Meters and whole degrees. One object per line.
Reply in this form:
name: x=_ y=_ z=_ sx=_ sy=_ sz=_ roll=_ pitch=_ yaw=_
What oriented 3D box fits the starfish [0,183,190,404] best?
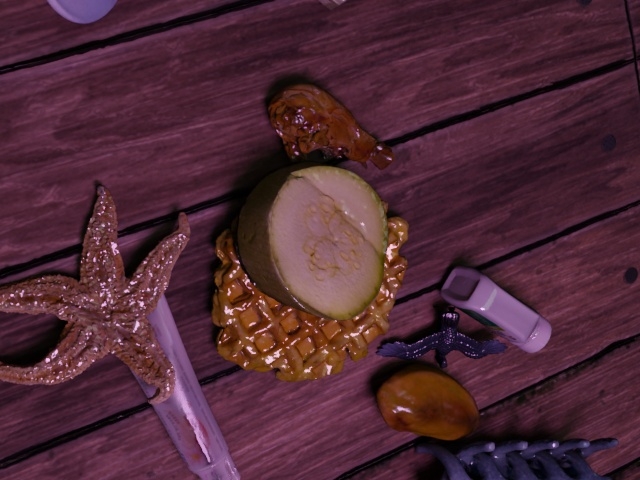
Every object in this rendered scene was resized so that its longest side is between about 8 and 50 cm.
starfish: x=-0.299 y=0.074 z=1.042 sx=0.299 sy=0.060 sz=0.302 roll=26 pitch=82 yaw=-3

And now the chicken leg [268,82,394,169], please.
chicken leg: x=0.019 y=-0.148 z=1.112 sx=0.208 sy=0.085 sz=0.101 roll=26 pitch=56 yaw=-30

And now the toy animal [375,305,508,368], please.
toy animal: x=0.200 y=0.158 z=1.249 sx=0.220 sy=0.062 sz=0.107 roll=3 pitch=101 yaw=-8

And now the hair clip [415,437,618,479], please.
hair clip: x=0.323 y=0.442 z=1.245 sx=0.318 sy=0.392 sz=0.238 roll=5 pitch=73 yaw=-20

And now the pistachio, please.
pistachio: x=0.166 y=0.256 z=1.239 sx=0.189 sy=0.100 sz=0.110 roll=16 pitch=74 yaw=-21

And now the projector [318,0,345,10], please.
projector: x=0.053 y=-0.460 z=1.062 sx=0.194 sy=0.088 sz=0.269 roll=32 pitch=88 yaw=-20

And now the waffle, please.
waffle: x=-0.017 y=0.053 z=1.146 sx=0.302 sy=0.068 sz=0.324 roll=11 pitch=94 yaw=-23

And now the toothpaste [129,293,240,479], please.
toothpaste: x=-0.209 y=0.214 z=1.106 sx=0.100 sy=0.066 sz=0.323 roll=-26 pitch=99 yaw=-11

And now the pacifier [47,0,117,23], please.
pacifier: x=-0.302 y=-0.409 z=0.904 sx=0.233 sy=0.244 sz=0.299 roll=12 pitch=92 yaw=8

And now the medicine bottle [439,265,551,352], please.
medicine bottle: x=0.286 y=0.112 z=1.243 sx=0.183 sy=0.119 sz=0.069 roll=31 pitch=85 yaw=-25

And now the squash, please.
squash: x=0.003 y=-0.008 z=1.046 sx=0.220 sy=0.133 sz=0.220 roll=0 pitch=90 yaw=-24
